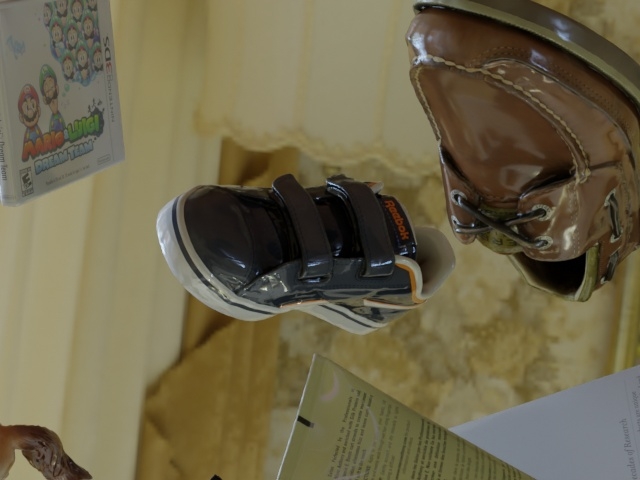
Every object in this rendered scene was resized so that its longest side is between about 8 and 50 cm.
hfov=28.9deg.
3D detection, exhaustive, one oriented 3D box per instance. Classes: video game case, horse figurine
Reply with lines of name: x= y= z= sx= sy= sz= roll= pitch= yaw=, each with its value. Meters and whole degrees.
video game case: x=-0.196 y=-0.113 z=0.927 sx=0.019 sy=0.143 sz=0.157 roll=3 pitch=-164 yaw=21
horse figurine: x=-0.295 y=0.198 z=0.923 sx=0.263 sy=0.174 sz=0.066 roll=-27 pitch=-115 yaw=-32

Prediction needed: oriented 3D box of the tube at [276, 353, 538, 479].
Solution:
tube: x=0.088 y=0.150 z=0.681 sx=0.240 sy=0.062 sz=0.070 roll=29 pitch=-175 yaw=-13

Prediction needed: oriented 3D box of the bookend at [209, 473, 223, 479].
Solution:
bookend: x=-0.107 y=0.370 z=1.361 sx=0.156 sy=0.157 sz=0.072 roll=38 pitch=164 yaw=14

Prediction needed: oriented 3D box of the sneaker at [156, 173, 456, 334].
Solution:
sneaker: x=0.000 y=0.000 z=1.085 sx=0.127 sy=0.126 sz=0.321 roll=-31 pitch=156 yaw=27

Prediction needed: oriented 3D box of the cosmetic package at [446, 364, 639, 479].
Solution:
cosmetic package: x=0.306 y=0.235 z=1.117 sx=0.385 sy=0.217 sz=0.156 roll=-25 pitch=-146 yaw=21

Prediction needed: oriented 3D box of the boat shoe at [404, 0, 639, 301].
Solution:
boat shoe: x=0.122 y=-0.036 z=0.677 sx=0.111 sy=0.104 sz=0.307 roll=22 pitch=175 yaw=33
